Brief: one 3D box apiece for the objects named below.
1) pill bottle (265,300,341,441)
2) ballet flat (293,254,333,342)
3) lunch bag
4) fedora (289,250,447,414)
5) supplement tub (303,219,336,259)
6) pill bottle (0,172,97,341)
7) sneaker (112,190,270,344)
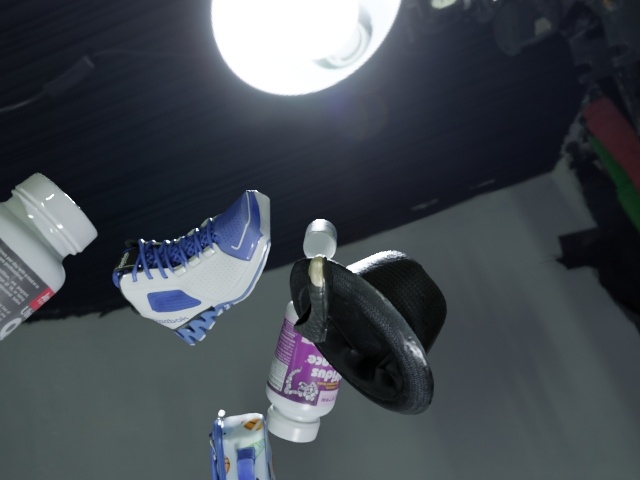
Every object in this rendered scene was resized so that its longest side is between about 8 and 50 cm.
[{"bbox_3d":[-0.032,0.303,1.481,0.169,0.169,0.302,-58,163,-84],"label":"pill bottle"},{"bbox_3d":[-0.011,0.080,0.818,0.173,0.049,0.057,95,7,-49],"label":"ballet flat"},{"bbox_3d":[-0.134,0.451,1.121,0.243,0.114,0.304,107,-25,-74],"label":"lunch bag"},{"bbox_3d":[0.097,0.121,1.016,0.334,0.152,0.334,42,-25,25],"label":"fedora"},{"bbox_3d":[0.000,0.000,1.372,0.107,0.071,0.071,-86,155,-73],"label":"supplement tub"},{"bbox_3d":[-0.486,0.052,0.906,0.176,0.318,0.176,36,-22,18],"label":"pill bottle"},{"bbox_3d":[-0.218,0.044,0.998,0.182,0.315,0.127,22,39,-27],"label":"sneaker"}]
